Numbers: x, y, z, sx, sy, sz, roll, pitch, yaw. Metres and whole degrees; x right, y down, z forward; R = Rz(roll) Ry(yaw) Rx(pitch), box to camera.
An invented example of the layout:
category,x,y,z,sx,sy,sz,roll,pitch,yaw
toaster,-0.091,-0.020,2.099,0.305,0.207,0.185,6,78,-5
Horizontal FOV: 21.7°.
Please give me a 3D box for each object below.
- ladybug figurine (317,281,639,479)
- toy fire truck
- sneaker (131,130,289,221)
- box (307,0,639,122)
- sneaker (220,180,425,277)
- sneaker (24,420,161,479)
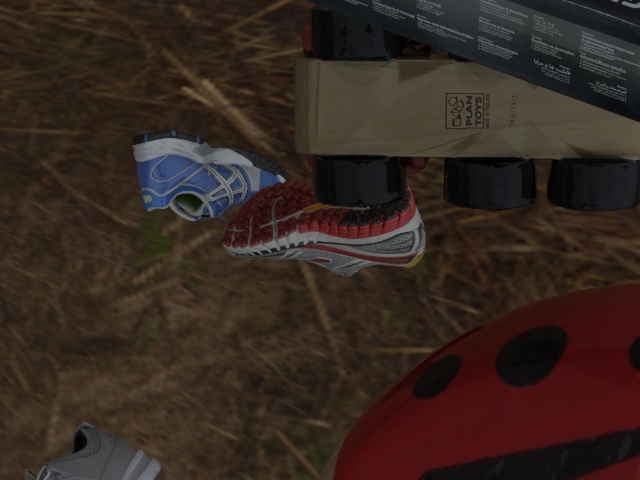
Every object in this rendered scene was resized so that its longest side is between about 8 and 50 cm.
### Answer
category,x,y,z,sx,sy,sz,roll,pitch,yaw
ladybug figurine,0.159,0.174,1.126,0.162,0.449,0.305,22,50,-47
toy fire truck,0.105,-0.120,1.068,0.217,0.246,0.158,1,102,9
sneaker,-0.118,-0.058,1.767,0.211,0.080,0.081,10,76,-45
box,0.095,-0.151,0.763,0.175,0.220,0.051,-45,147,-35
sneaker,0.000,0.000,1.646,0.093,0.225,0.088,60,43,-37
sneaker,-0.281,0.295,1.771,0.115,0.281,0.105,38,120,1
